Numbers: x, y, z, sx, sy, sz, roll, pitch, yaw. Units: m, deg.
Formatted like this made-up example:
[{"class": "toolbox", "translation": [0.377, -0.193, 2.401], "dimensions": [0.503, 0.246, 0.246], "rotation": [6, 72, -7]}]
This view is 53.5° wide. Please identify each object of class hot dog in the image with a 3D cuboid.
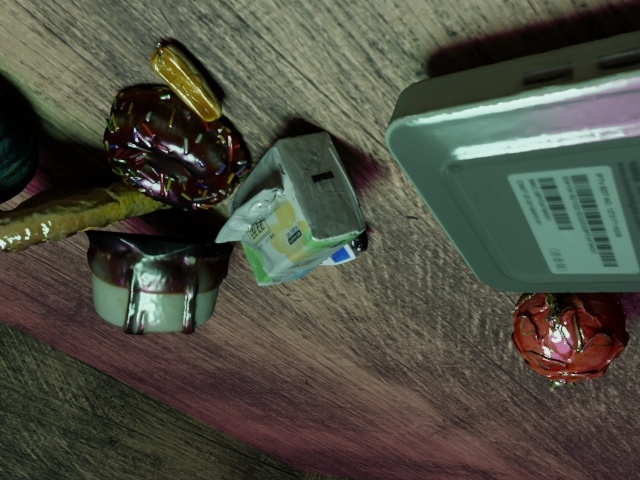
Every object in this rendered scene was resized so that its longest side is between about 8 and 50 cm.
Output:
[{"class": "hot dog", "translation": [-0.178, -0.215, 0.861], "dimensions": [0.056, 0.041, 0.133], "rotation": [-14, 133, 33]}]

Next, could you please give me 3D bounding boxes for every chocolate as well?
[{"class": "chocolate", "translation": [-0.306, 0.082, 1.198], "dimensions": [0.284, 0.186, 0.283], "rotation": [5, 179, 0]}]

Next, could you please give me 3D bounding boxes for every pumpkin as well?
[{"class": "pumpkin", "translation": [-0.600, -0.145, 1.017], "dimensions": [0.248, 0.248, 0.248], "rotation": [15, 151, 8]}]

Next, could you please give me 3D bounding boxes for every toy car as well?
[{"class": "toy car", "translation": [0.000, 0.000, 1.089], "dimensions": [0.171, 0.070, 0.080], "rotation": [2, 147, 29]}]

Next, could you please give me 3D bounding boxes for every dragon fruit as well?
[{"class": "dragon fruit", "translation": [0.391, 0.138, 0.996], "dimensions": [0.172, 0.172, 0.209], "rotation": [7, 141, 21]}]

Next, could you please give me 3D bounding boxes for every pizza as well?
[{"class": "pizza", "translation": [-0.458, -0.047, 1.108], "dimensions": [0.392, 0.435, 0.080], "rotation": [-9, 105, 12]}]

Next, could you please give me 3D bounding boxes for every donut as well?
[{"class": "donut", "translation": [-0.228, -0.130, 0.983], "dimensions": [0.235, 0.089, 0.235], "rotation": [15, 149, 9]}]

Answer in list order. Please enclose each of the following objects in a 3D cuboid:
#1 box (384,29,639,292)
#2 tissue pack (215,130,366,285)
[{"class": "box", "translation": [0.303, -0.054, 0.701], "dimensions": [0.373, 0.090, 0.367], "rotation": [-4, 146, 37]}, {"class": "tissue pack", "translation": [-0.064, -0.033, 0.937], "dimensions": [0.145, 0.159, 0.229], "rotation": [-16, 169, -29]}]
